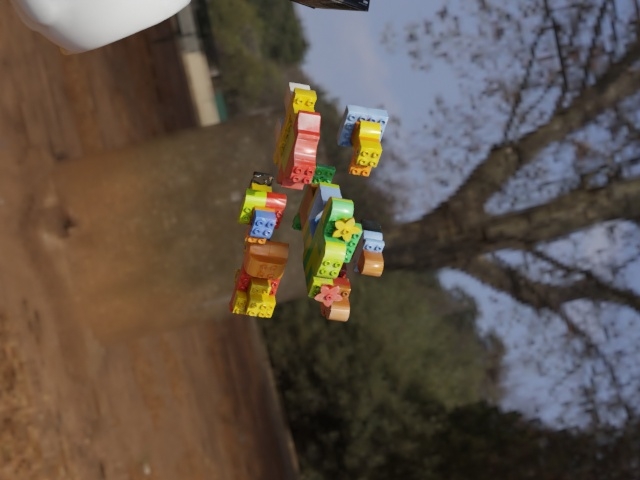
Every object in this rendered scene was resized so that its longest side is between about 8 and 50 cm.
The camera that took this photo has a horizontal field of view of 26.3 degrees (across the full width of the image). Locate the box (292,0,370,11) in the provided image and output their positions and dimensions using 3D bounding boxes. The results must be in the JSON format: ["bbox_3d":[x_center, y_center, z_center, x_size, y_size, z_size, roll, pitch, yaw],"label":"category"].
[{"bbox_3d":[-0.043,-0.371,1.337,0.307,0.077,0.242,4,96,-56],"label":"box"}]

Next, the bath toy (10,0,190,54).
[{"bbox_3d":[-0.039,-0.225,0.769,0.151,0.348,0.129,0,-60,54],"label":"bath toy"}]

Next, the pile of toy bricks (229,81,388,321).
[{"bbox_3d":[0.000,0.000,1.010,0.105,0.118,0.212,-100,-157,-50],"label":"pile of toy bricks"}]
